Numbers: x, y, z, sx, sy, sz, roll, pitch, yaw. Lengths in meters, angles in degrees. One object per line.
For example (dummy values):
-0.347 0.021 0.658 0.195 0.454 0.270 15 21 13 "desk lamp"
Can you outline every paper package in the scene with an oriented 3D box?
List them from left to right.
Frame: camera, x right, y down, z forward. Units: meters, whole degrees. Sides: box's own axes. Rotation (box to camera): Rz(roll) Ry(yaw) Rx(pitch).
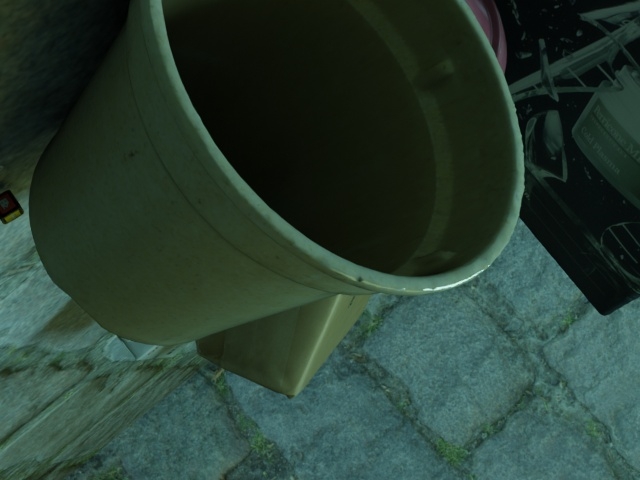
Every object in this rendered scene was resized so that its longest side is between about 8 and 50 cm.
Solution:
0.000 0.000 1.391 0.309 0.168 0.324 -45 160 -59 "paper package"

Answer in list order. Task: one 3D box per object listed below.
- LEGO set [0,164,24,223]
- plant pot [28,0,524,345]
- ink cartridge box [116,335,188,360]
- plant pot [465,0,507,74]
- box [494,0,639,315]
-0.334 0.010 0.791 0.182 0.060 0.244 -37 173 16 "LEGO set"
-0.068 -0.066 0.792 0.305 0.333 0.334 -30 -179 44 "plant pot"
-0.226 0.083 1.426 0.128 0.127 0.176 -40 172 2 "ink cartridge box"
0.076 -0.211 0.994 0.201 0.201 0.180 -40 157 2 "plant pot"
0.393 -0.229 1.219 0.297 0.480 0.471 -35 171 -26 "box"
